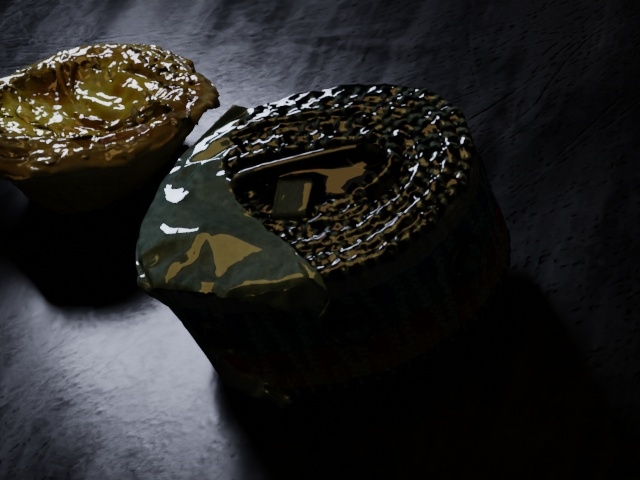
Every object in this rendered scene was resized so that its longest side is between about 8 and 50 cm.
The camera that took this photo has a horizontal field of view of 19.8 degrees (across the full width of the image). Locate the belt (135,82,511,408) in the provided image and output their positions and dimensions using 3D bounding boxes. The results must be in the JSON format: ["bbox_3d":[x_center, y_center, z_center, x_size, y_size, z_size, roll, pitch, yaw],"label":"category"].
[{"bbox_3d":[0.000,0.000,1.309,0.257,0.150,0.207,-14,43,12],"label":"belt"}]

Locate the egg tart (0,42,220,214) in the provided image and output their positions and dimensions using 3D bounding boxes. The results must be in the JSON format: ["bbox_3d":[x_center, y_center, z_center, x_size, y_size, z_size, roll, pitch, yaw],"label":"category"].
[{"bbox_3d":[-0.205,-0.094,1.606,0.252,0.098,0.232,8,36,31],"label":"egg tart"}]
